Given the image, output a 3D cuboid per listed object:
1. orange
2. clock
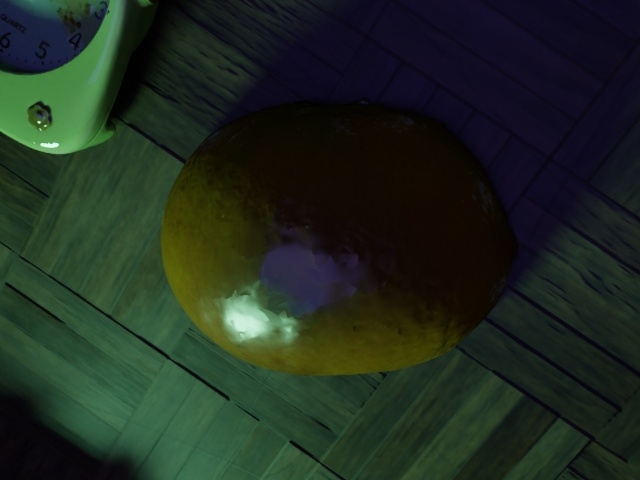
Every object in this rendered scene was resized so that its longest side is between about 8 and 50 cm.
[{"bbox_3d":[-0.002,0.004,0.708,0.310,0.274,0.274,18,112,40],"label":"orange"},{"bbox_3d":[-0.250,-0.252,0.689,0.235,0.096,0.308,33,110,4],"label":"clock"}]
